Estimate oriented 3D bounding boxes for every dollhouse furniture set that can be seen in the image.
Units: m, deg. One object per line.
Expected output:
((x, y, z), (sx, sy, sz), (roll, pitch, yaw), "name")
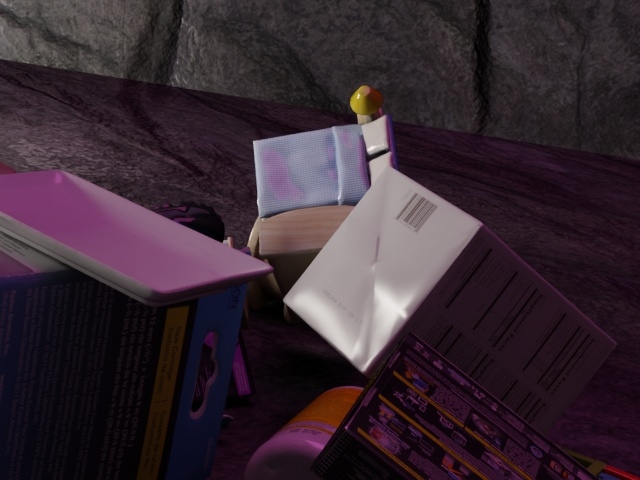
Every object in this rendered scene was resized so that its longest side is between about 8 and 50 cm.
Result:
((-0.044, -0.070, 1.670), (0.286, 0.303, 0.198), (-7, -29, 6), "dollhouse furniture set")

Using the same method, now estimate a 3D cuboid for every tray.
((-0.185, -0.002, 1.116), (0.270, 0.030, 0.145), (23, 21, 32), "tray")

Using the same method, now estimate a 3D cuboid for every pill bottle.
((0.015, 0.213, 1.275), (0.117, 0.117, 0.215), (16, 16, 17), "pill bottle")

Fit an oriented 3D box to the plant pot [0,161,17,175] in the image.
((-0.513, -0.026, 1.449), (0.305, 0.334, 0.334), (20, 14, -11), "plant pot")

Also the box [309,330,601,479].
((0.142, 0.223, 1.196), (0.270, 0.060, 0.216), (38, 28, 3), "box")

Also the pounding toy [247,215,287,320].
((-0.069, 0.018, 1.843), (0.154, 0.154, 0.269), (18, 16, 21), "pounding toy")

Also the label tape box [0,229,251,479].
((-0.235, 0.119, 1.177), (0.115, 0.249, 0.347), (24, 20, 37), "label tape box")

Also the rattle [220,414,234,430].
((-0.197, 0.191, 1.357), (0.130, 0.143, 0.200), (10, -24, 36), "rattle")

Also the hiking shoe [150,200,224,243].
((-0.234, 0.062, 1.529), (0.304, 0.113, 0.132), (-26, 67, -21), "hiking shoe")

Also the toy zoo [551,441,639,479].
((0.338, 0.300, 1.365), (0.293, 0.030, 0.192), (20, 17, 26), "toy zoo")

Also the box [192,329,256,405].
((-0.155, 0.129, 1.480), (0.162, 0.116, 0.029), (-3, -19, -40), "box")

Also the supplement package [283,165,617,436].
((0.143, 0.090, 1.459), (0.262, 0.198, 0.199), (38, 0, -34), "supplement package")
